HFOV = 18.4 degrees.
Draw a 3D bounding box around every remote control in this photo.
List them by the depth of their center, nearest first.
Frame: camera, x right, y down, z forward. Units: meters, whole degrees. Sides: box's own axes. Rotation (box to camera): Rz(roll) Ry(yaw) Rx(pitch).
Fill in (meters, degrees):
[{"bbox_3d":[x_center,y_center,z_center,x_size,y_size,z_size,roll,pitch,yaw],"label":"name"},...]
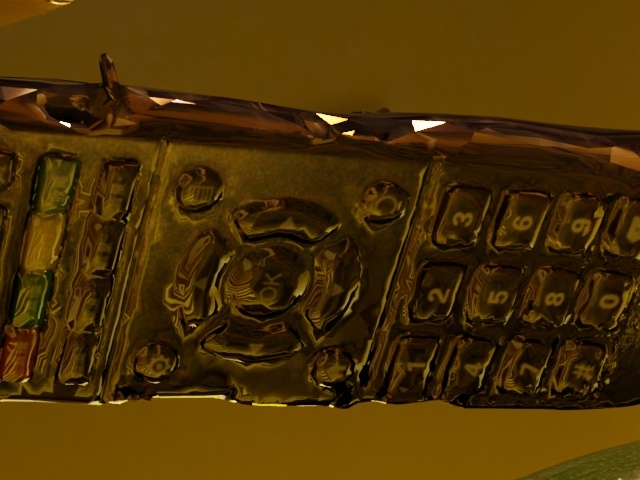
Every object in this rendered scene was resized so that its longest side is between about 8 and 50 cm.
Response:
[{"bbox_3d":[0.000,0.000,0.796,0.062,0.399,0.144,-124,44,-54],"label":"remote control"}]

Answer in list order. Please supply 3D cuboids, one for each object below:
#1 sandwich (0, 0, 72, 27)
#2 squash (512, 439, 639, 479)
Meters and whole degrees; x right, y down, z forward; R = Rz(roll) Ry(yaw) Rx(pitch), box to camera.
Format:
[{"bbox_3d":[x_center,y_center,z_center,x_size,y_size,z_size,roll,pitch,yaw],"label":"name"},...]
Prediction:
[{"bbox_3d":[-0.253,-0.262,1.607,0.198,0.227,0.155,78,-146,-76],"label":"sandwich"},{"bbox_3d":[0.152,0.150,0.938,0.107,0.395,0.107,47,144,50],"label":"squash"}]
